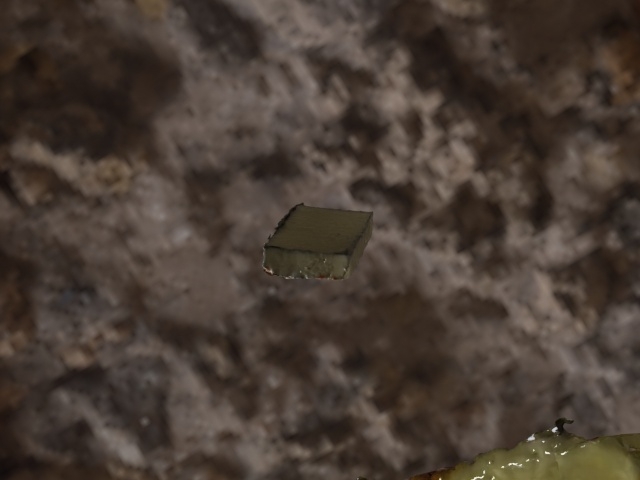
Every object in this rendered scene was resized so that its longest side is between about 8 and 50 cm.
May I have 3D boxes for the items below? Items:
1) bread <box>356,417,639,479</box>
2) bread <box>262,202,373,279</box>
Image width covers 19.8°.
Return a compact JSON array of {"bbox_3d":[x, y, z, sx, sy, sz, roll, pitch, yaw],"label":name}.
[{"bbox_3d":[0.129,0.151,1.072,0.198,0.263,0.236,63,-147,-19],"label":"bread"},{"bbox_3d":[0.000,0.000,1.418,0.154,0.068,0.028,-61,-26,-74],"label":"bread"}]
